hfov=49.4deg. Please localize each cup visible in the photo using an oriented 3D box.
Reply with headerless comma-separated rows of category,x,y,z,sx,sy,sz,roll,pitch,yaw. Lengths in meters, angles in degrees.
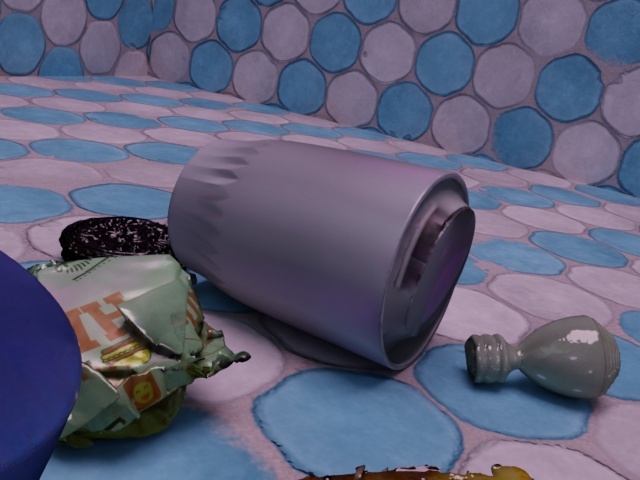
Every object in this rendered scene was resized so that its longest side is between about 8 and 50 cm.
cup,0.000,0.000,0.929,0.372,0.253,0.253,16,19,29

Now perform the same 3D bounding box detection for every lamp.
lamp,0.281,0.147,0.878,0.193,0.106,0.106,0,19,-1

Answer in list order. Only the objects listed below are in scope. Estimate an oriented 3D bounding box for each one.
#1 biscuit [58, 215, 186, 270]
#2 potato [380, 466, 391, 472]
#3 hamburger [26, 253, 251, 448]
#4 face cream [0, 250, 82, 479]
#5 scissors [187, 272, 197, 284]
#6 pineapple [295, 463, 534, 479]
biscuit,-0.288,0.011,1.038,0.195,0.053,0.194,9,19,-3
potato,0.042,0.238,0.575,0.037,0.036,0.093,45,39,-6
hamburger,-0.193,0.110,0.690,0.235,0.125,0.214,9,32,-25
face cream,-0.285,0.120,0.368,0.249,0.225,0.249,26,18,-9
scissors,-0.316,0.088,0.828,0.193,0.029,0.447,23,22,33
pineapple,0.035,0.225,0.463,0.233,0.135,0.079,-1,29,-6
